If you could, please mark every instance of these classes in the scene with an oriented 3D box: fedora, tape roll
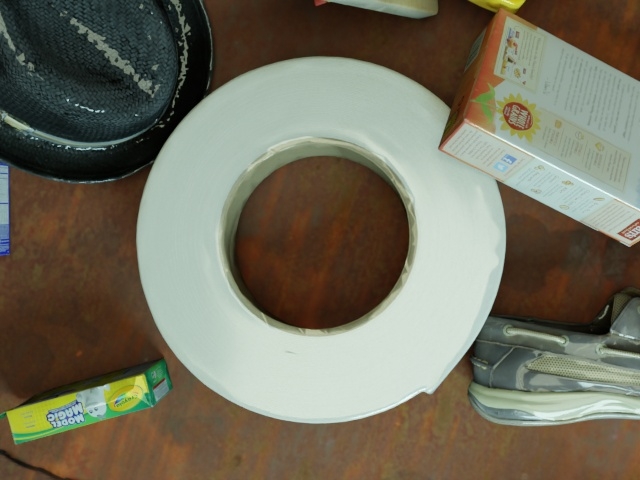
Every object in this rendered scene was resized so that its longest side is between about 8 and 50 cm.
[{"bbox_3d":[-0.252,-0.214,0.937,0.334,0.152,0.334,-3,98,-22],"label":"fedora"},{"bbox_3d":[0.000,0.000,0.996,0.392,0.072,0.392,-1,83,6],"label":"tape roll"}]

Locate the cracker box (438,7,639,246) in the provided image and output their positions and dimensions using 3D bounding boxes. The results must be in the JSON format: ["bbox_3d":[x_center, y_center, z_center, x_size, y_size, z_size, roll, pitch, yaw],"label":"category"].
[{"bbox_3d":[0.252,-0.115,0.959,0.232,0.067,0.156,26,60,-7],"label":"cracker box"}]

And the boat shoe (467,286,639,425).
[{"bbox_3d":[0.333,0.118,0.986,0.355,0.132,0.130,-4,93,2],"label":"boat shoe"}]

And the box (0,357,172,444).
[{"bbox_3d":[-0.262,0.178,1.031,0.179,0.105,0.043,-14,91,4],"label":"box"}]

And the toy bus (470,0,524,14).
[{"bbox_3d":[0.208,-0.368,0.914,0.149,0.211,0.220,31,75,-2],"label":"toy bus"}]

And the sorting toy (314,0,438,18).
[{"bbox_3d":[0.002,-0.356,0.936,0.089,0.255,0.257,-8,90,37],"label":"sorting toy"}]

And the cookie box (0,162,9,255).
[{"bbox_3d":[-0.404,-0.036,1.059,0.092,0.040,0.107,0,92,4],"label":"cookie box"}]
